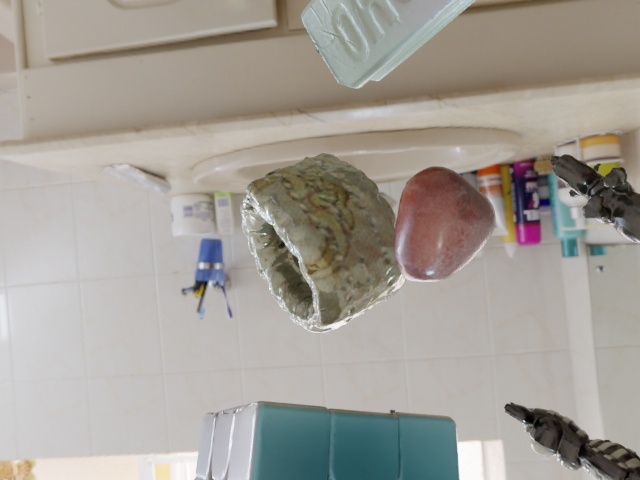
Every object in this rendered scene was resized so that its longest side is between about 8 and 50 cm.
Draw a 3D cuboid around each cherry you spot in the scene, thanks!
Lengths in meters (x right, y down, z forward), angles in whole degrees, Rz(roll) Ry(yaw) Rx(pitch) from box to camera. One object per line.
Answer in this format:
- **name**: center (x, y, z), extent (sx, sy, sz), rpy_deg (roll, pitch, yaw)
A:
- **cherry**: center (0.132, -0.016, 0.511), extent (0.106, 0.126, 0.087), rpy_deg (9, 177, -17)

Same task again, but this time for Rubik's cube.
- **Rubik's cube**: center (-0.008, 0.386, 0.658), extent (0.291, 0.290, 0.291), rpy_deg (13, 155, -22)

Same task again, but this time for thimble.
- **thimble**: center (0.000, 0.000, 0.846), extent (0.195, 0.291, 0.291), rpy_deg (-25, -172, -24)

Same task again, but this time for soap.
- **soap**: center (0.108, -0.383, 0.768), extent (0.095, 0.173, 0.289), rpy_deg (-35, -175, -36)

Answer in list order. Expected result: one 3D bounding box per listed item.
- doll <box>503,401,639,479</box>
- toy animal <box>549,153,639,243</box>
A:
- **doll**: center (0.360, 0.289, 0.669), extent (0.091, 0.067, 0.219), rpy_deg (22, -179, -44)
- **toy animal**: center (0.247, -0.033, 0.407), extent (0.065, 0.047, 0.136), rpy_deg (10, -153, -47)
